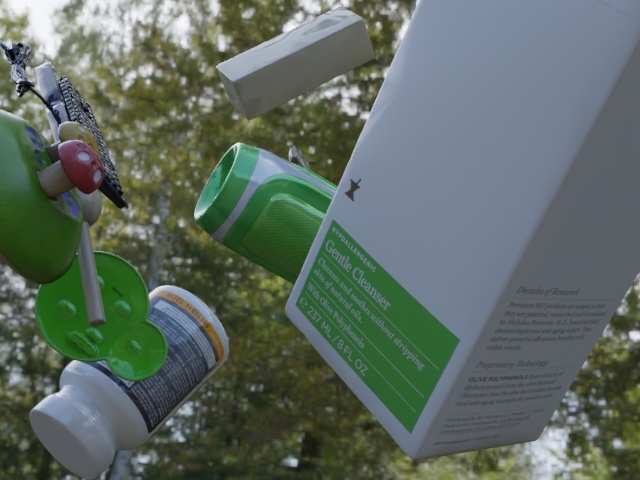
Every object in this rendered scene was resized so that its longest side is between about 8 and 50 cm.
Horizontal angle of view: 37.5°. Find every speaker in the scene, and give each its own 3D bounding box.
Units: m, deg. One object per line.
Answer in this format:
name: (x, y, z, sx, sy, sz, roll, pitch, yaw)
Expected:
speaker: (0.000, 0.000, 1.151, 0.297, 0.131, 0.131, 30, -33, -18)

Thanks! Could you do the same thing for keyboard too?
keyboard: (-0.344, -0.173, 1.263, 0.033, 0.317, 0.201, -41, -53, 4)

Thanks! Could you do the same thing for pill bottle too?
pill bottle: (-0.276, 0.204, 1.377, 0.162, 0.278, 0.162, 25, -42, 25)

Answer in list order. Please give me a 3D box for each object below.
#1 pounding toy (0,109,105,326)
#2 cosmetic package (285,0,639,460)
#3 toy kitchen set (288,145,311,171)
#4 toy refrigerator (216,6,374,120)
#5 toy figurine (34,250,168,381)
pounding toy: (-0.244, -0.050, 0.898, 0.110, 0.183, 0.237, -27, -33, 4)
cosmetic package: (0.139, -0.042, 0.706, 0.155, 0.197, 0.365, 2, -61, -39)
toy kitchen set: (-0.061, -0.114, 1.608, 0.075, 0.083, 0.068, -21, -45, 13)
toy refrigerator: (-0.045, -0.328, 1.750, 0.270, 0.102, 0.094, -29, -55, -11)
toy figurine: (-0.252, 0.107, 1.153, 0.173, 0.130, 0.159, 43, -13, 6)
